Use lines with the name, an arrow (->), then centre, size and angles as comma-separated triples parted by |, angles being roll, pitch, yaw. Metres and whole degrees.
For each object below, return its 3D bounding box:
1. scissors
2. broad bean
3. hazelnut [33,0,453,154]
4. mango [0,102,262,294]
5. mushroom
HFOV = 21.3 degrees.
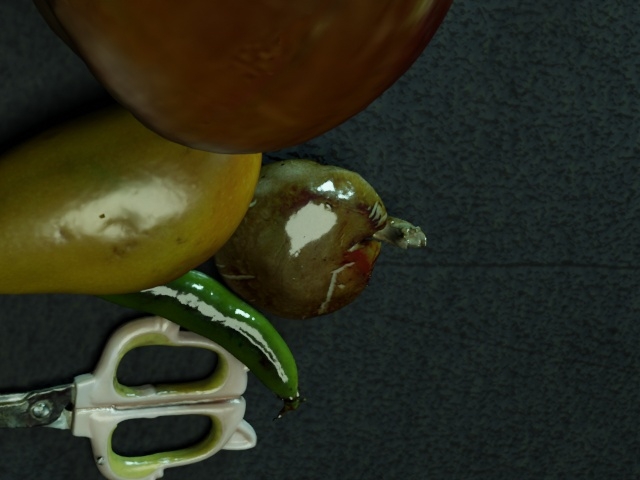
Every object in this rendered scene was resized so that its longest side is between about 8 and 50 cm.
scissors -> -0.195, 0.133, 1.348 | 0.317, 0.024, 0.160 | -2, 116, -23
broad bean -> -0.095, 0.063, 1.324 | 0.227, 0.039, 0.069 | 37, 101, -18
hazelnut -> -0.038, -0.239, 1.038 | 0.315, 0.372, 0.372 | 17, 107, -25
mango -> -0.158, -0.023, 1.233 | 0.253, 0.113, 0.138 | -21, 118, -11
mushroom -> 0.001, 0.001, 1.337 | 0.170, 0.080, 0.135 | -5, 126, -18
